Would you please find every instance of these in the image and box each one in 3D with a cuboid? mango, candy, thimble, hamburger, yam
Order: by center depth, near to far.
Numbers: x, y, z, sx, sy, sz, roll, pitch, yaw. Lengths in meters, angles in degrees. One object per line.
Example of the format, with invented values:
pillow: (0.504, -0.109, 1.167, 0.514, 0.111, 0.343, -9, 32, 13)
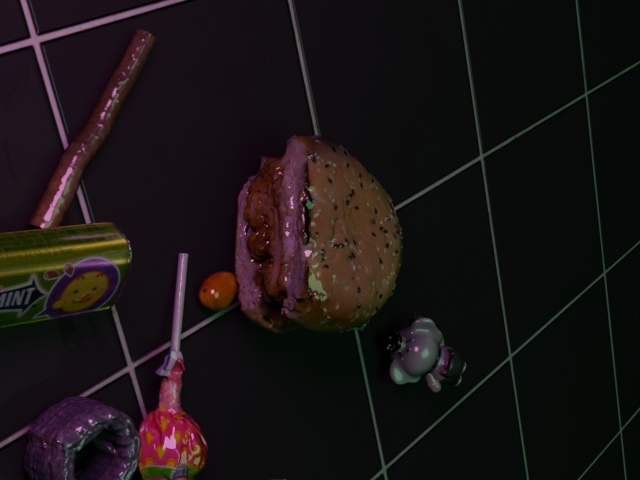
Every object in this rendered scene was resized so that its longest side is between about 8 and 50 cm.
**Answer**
yam: (-0.318, -0.156, 1.364, 0.045, 0.045, 0.327, 31, 71, -23)
thimble: (-0.333, 0.298, 1.366, 0.150, 0.098, 0.150, -10, 103, -48)
candy: (-0.223, 0.200, 1.493, 0.124, 0.124, 0.365, 15, 75, -48)
mango: (-0.161, 0.080, 1.571, 0.089, 0.046, 0.060, -27, 114, -57)
hamburger: (0.000, 0.000, 1.610, 0.277, 0.195, 0.318, 11, 72, -47)

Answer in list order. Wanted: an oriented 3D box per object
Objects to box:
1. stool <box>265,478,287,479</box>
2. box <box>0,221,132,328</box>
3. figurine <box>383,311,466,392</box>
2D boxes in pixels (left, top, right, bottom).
stool: (-0.123, 0.529, 1.453, 0.170, 0.243, 0.269, -17, 77, -45)
box: (-0.410, 0.055, 1.225, 0.345, 0.097, 0.134, -7, 137, -48)
figurine: (0.204, 0.229, 1.941, 0.192, 0.126, 0.147, 29, 82, -29)
